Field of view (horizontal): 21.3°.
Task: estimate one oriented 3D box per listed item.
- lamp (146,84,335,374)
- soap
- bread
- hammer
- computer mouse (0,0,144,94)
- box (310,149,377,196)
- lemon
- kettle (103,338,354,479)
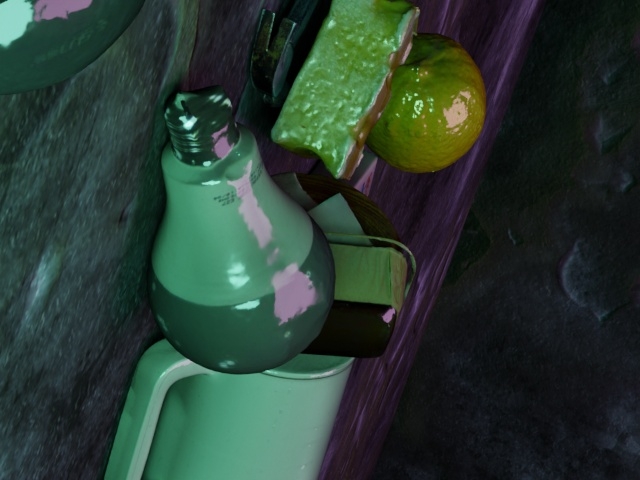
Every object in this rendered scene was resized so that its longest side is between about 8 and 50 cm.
[{"bbox_3d":[-0.070,-0.015,1.601,0.182,0.182,0.314,-53,156,-51],"label":"lamp"},{"bbox_3d":[0.030,-0.168,1.854,0.315,0.091,0.199,-28,142,-85],"label":"soap"},{"bbox_3d":[-0.011,0.021,1.834,0.212,0.224,0.142,-97,-162,-45],"label":"bread"},{"bbox_3d":[0.004,-0.282,1.737,0.290,0.037,0.137,-64,171,-9],"label":"hammer"},{"bbox_3d":[-0.145,-0.187,1.084,0.137,0.086,0.269,101,15,-52],"label":"computer mouse"},{"bbox_3d":[0.000,-0.001,2.252,0.233,0.067,0.149,102,15,-45],"label":"box"},{"bbox_3d":[0.127,-0.179,2.210,0.193,0.180,0.180,38,75,-53],"label":"lemon"},{"bbox_3d":[-0.115,0.217,1.922,0.205,0.265,0.318,-109,-147,-56],"label":"kettle"}]
